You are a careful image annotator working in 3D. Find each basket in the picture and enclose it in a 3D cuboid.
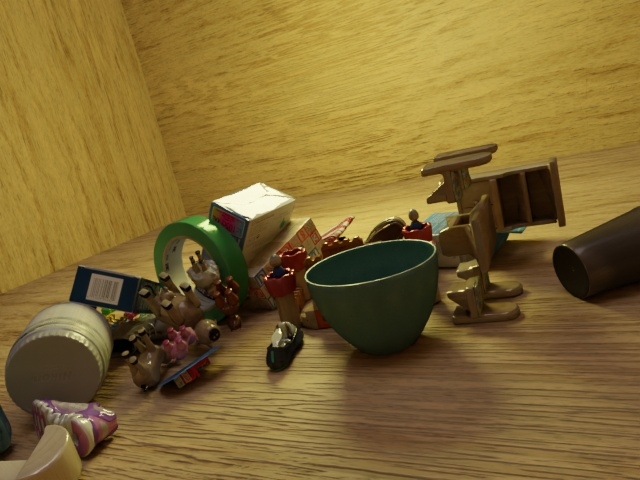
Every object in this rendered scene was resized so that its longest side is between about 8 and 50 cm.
[{"bbox_3d":[0.651,0.031,1.260,0.227,0.154,0.204,-20,12,-9],"label":"basket"}]

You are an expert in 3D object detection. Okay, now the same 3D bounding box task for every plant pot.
[{"bbox_3d":[0.128,0.135,1.256,0.291,0.195,0.290,-13,13,3],"label":"plant pot"}]

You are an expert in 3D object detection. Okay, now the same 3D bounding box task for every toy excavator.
[{"bbox_3d":[-0.697,0.403,1.091,0.433,0.222,0.445,-18,27,-19],"label":"toy excavator"}]

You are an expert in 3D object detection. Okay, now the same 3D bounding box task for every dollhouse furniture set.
[{"bbox_3d":[0.432,-0.054,1.343,0.257,0.361,0.394,-9,15,24],"label":"dollhouse furniture set"}]

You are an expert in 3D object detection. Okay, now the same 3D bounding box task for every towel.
[{"bbox_3d":[0.000,0.000,2.158,0.237,0.037,0.329,-31,6,21],"label":"towel"}]

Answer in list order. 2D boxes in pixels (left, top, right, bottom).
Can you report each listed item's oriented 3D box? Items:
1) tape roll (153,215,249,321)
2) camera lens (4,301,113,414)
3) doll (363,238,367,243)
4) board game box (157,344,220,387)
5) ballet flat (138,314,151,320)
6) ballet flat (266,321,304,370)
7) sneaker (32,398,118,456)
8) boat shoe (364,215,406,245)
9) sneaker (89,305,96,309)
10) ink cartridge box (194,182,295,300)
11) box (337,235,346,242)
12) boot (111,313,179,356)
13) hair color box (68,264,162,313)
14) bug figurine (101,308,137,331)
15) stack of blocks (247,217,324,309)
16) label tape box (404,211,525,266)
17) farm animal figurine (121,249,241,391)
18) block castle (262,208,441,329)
[{"bbox_3d":[-0.359,0.089,1.697,0.321,0.321,0.077,-5,14,36],"label":"tape roll"},{"bbox_3d":[-0.630,0.282,1.396,0.220,0.219,0.274,-17,13,-13],"label":"camera lens"},{"bbox_3d":[0.211,0.028,1.959,0.129,0.046,0.189,-13,15,-43],"label":"doll"},{"bbox_3d":[-0.299,0.307,1.336,0.169,0.033,0.133,-32,-1,-31],"label":"board game box"},{"bbox_3d":[-0.564,0.221,1.939,0.070,0.070,0.188,-10,14,19],"label":"ballet flat"},{"bbox_3d":[-0.085,0.234,1.352,0.074,0.074,0.203,-11,13,13],"label":"ballet flat"},{"bbox_3d":[-0.508,0.374,1.185,0.237,0.095,0.105,2,13,36],"label":"sneaker"},{"bbox_3d":[0.165,0.036,1.730,0.257,0.095,0.095,-50,8,34],"label":"boat shoe"},{"bbox_3d":[-0.751,0.260,1.797,0.083,0.084,0.214,8,67,29],"label":"sneaker"},{"bbox_3d":[-0.249,0.042,1.828,0.151,0.395,0.270,26,28,20],"label":"ink cartridge box"},{"bbox_3d":[0.064,0.023,2.129,0.062,0.052,0.083,-11,12,17],"label":"box"},{"bbox_3d":[-0.498,0.271,1.632,0.259,0.095,0.123,-20,17,13],"label":"boot"},{"bbox_3d":[-0.586,0.151,1.678,0.174,0.105,0.347,12,-9,-4],"label":"hair color box"},{"bbox_3d":[-0.708,0.257,1.914,0.279,0.072,0.216,0,25,33],"label":"bug figurine"},{"bbox_3d":[-0.104,0.083,1.778,0.087,0.171,0.297,-2,35,45],"label":"stack of blocks"},{"bbox_3d":[0.463,-0.009,1.710,0.348,0.115,0.249,0,19,34],"label":"label tape box"},{"bbox_3d":[-0.352,0.215,1.457,0.330,0.172,0.327,-33,39,-16],"label":"farm animal figurine"},{"bbox_3d":[0.089,0.069,1.547,0.454,0.212,0.303,-11,13,11],"label":"block castle"}]
